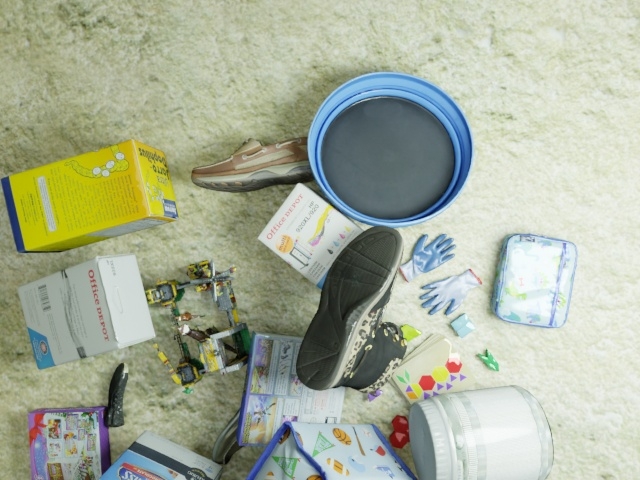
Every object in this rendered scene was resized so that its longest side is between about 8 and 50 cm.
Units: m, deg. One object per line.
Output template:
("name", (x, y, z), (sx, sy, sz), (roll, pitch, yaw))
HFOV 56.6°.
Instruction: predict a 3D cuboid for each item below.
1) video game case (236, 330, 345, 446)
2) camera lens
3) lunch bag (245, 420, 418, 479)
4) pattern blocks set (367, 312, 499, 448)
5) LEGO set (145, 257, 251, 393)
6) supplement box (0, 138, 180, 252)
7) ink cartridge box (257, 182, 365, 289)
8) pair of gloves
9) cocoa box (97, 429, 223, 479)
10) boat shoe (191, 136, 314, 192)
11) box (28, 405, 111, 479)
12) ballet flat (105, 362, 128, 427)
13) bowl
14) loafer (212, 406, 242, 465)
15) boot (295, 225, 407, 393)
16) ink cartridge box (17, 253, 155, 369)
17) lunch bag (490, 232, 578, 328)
("video game case", (-0.065, 0.367, 1.454), (0.245, 0.061, 0.269), (9, 90, -17))
("camera lens", (0.358, 0.447, 1.332), (0.275, 0.219, 0.219), (-4, 88, -9))
("lunch bag", (-0.019, 0.620, 1.333), (0.385, 0.328, 0.239), (-55, 45, 13))
("pattern blocks set", (0.270, 0.336, 1.466), (0.325, 0.026, 0.285), (-27, 89, 6))
("LEGO set", (-0.305, 0.215, 1.467), (0.255, 0.192, 0.331), (-8, 88, 8))
("supplement box", (-0.574, -0.104, 1.509), (0.357, 0.194, 0.195), (-15, 87, 7))
("ink cartridge box", (0.000, 0.000, 1.440), (0.233, 0.168, 0.171), (38, 95, 7))
("pair of gloves", (0.292, 0.082, 1.473), (0.159, 0.023, 0.198), (-34, 86, 4))
("cocoa box", (-0.421, 0.691, 1.424), (0.232, 0.228, 0.346), (24, 105, 8))
("boat shoe", (-0.165, -0.194, 1.500), (0.325, 0.123, 0.116), (-7, 81, 1))
("box", (-0.662, 0.593, 1.579), (0.201, 0.057, 0.293), (-4, 89, 7))
("ballet flat", (-0.533, 0.408, 1.578), (0.058, 0.049, 0.173), (10, 89, 51))
("bowl", (0.164, -0.212, 1.420), (0.392, 0.077, 0.390), (0, 75, -1))
("loafer", (-0.182, 0.469, 1.495), (0.087, 0.094, 0.251), (34, 94, 11))
("boot", (0.112, 0.175, 1.344), (0.138, 0.284, 0.377), (18, 80, 33))
("ink cartridge box", (-0.589, 0.179, 1.494), (0.308, 0.129, 0.223), (-17, 86, 28))
("lunch bag", (0.509, 0.094, 1.410), (0.176, 0.090, 0.218), (11, 92, 5))
